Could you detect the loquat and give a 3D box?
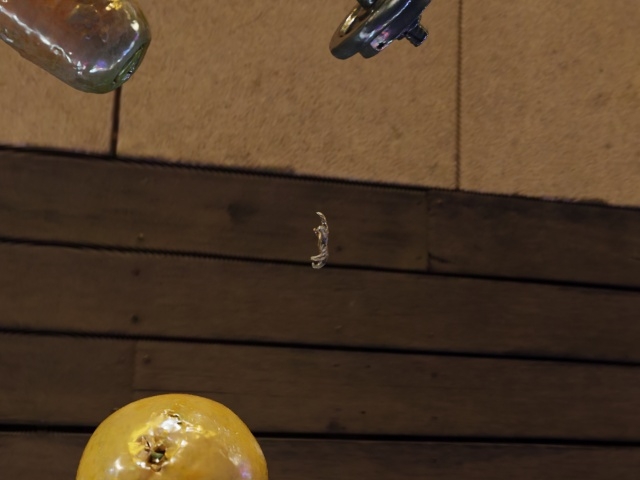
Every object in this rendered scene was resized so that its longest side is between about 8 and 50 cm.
[{"bbox_3d":[-0.204,0.338,1.445,0.263,0.263,0.263,3,80,-14],"label":"loquat"}]

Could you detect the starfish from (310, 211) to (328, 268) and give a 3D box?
[{"bbox_3d":[0.000,0.000,1.677,0.028,0.078,0.091,3,83,-1],"label":"starfish"}]

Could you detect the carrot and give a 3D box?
[{"bbox_3d":[-0.325,-0.274,1.130,0.301,0.138,0.139,30,74,-8],"label":"carrot"}]

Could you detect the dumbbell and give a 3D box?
[{"bbox_3d":[0.032,-0.362,1.394,0.290,0.192,0.192,40,73,-15],"label":"dumbbell"}]
